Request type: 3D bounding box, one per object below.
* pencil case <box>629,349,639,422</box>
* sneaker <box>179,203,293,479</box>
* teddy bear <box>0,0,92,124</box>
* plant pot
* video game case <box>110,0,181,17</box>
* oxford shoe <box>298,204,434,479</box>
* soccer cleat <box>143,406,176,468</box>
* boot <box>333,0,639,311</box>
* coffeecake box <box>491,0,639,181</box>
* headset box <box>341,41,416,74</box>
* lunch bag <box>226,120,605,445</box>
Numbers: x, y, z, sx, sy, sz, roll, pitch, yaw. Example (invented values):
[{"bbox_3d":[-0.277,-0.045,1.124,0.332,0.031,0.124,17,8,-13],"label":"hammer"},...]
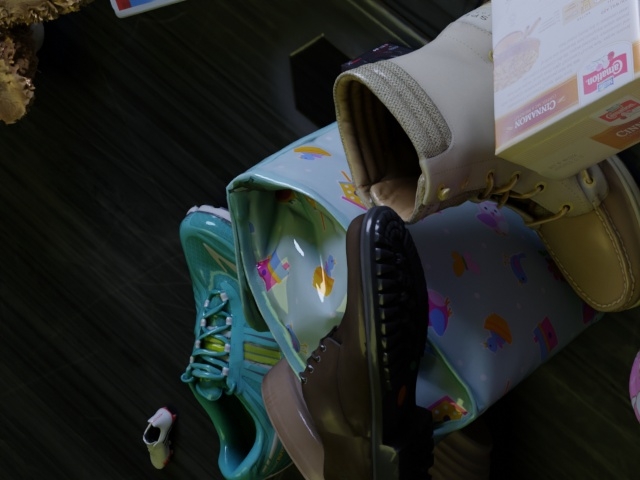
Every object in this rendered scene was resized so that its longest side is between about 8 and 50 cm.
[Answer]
[{"bbox_3d":[0.299,-0.005,1.126,0.386,0.160,0.167,89,159,-49],"label":"pencil case"},{"bbox_3d":[-0.078,0.100,1.638,0.107,0.110,0.275,0,112,43],"label":"sneaker"},{"bbox_3d":[-0.317,-0.284,1.651,0.245,0.113,0.338,-7,112,25],"label":"teddy bear"},{"bbox_3d":[0.070,0.167,1.493,0.110,0.237,0.237,-43,79,12],"label":"plant pot"},{"bbox_3d":[-0.112,-0.310,1.470,0.285,0.025,0.204,-7,108,45],"label":"video game case"},{"bbox_3d":[0.024,0.084,1.237,0.096,0.083,0.227,9,108,27],"label":"oxford shoe"},{"bbox_3d":[-0.174,0.212,1.842,0.029,0.035,0.083,34,132,24],"label":"soccer cleat"},{"bbox_3d":[0.131,-0.037,1.294,0.095,0.203,0.262,-24,94,47],"label":"boot"},{"bbox_3d":[0.188,-0.155,1.205,0.142,0.068,0.186,-28,52,47],"label":"coffeecake box"},{"bbox_3d":[0.068,-0.128,1.410,0.083,0.062,0.032,20,126,36],"label":"headset box"},{"bbox_3d":[0.060,0.022,1.380,0.262,0.223,0.160,53,131,5],"label":"lunch bag"}]
